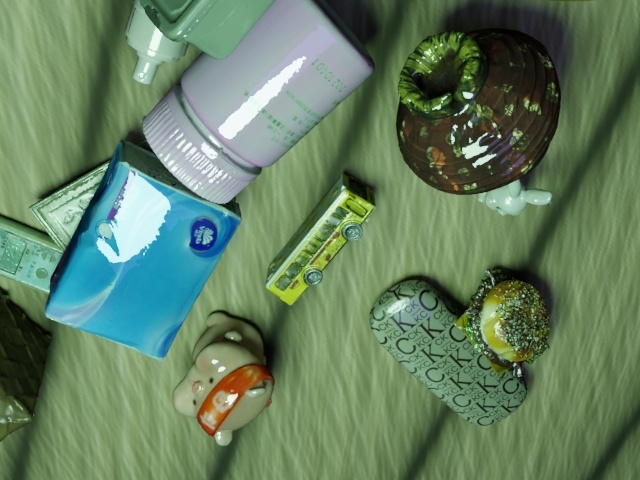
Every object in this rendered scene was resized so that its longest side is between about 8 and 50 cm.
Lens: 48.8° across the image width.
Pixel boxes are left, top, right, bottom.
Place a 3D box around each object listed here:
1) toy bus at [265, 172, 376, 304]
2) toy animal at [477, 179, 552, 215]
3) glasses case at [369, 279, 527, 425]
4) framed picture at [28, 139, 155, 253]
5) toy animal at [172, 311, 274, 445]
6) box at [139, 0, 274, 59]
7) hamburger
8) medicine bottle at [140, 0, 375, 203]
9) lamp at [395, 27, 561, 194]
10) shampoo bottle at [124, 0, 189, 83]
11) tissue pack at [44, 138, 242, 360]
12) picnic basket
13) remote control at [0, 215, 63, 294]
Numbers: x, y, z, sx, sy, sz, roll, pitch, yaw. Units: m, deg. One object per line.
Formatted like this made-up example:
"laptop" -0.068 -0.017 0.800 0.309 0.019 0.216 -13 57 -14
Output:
"toy bus" 0.000 0.000 1.139 0.074 0.081 0.226 34 115 -14
"toy animal" 0.292 -0.073 1.090 0.071 0.124 0.085 28 112 -12
"glasses case" 0.232 0.205 1.256 0.137 0.085 0.355 -41 114 16
"framed picture" -0.309 -0.040 1.110 0.231 0.010 0.173 -31 115 1
"toy animal" -0.157 0.232 1.182 0.172 0.197 0.171 -4 118 -7
"box" -0.122 -0.309 0.856 0.172 0.124 0.093 -46 143 12
"hamburger" 0.322 0.138 1.185 0.189 0.093 0.164 40 67 -24
"medicine bottle" -0.086 -0.203 0.965 0.291 0.178 0.178 -41 113 17
"lamp" 0.210 -0.180 0.966 0.247 0.247 0.246 -2 118 -3
"shampoo bottle" -0.187 -0.349 0.929 0.092 0.092 0.303 22 115 -14
"tissue pack" -0.265 0.015 1.055 0.198 0.146 0.263 26 105 -22
"picnic basket" -0.614 0.232 1.099 0.321 0.291 0.254 -33 116 3
"remote control" -0.434 0.045 1.155 0.234 0.038 0.098 25 113 -15
